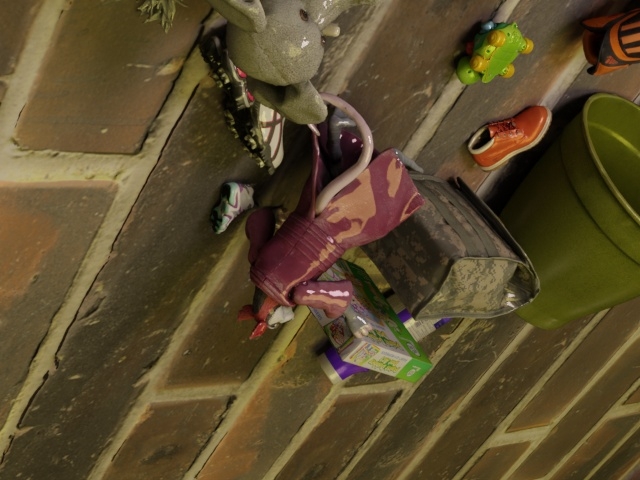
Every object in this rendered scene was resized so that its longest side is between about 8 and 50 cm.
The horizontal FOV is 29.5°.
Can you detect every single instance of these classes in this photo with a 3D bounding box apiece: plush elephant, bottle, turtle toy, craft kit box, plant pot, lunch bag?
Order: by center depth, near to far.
[{"bbox_3d":[-0.045,-0.297,1.432,0.330,0.255,0.272,-35,148,4],"label":"plush elephant"},{"bbox_3d":[0.262,-0.291,1.892,0.095,0.066,0.130,4,133,-45],"label":"turtle toy"},{"bbox_3d":[0.058,0.122,2.099,0.061,0.247,0.250,-42,148,16],"label":"craft kit box"},{"bbox_3d":[0.235,0.009,2.112,0.287,0.235,0.169,2,131,-43],"label":"lunch bag"},{"bbox_3d":[0.493,-0.021,2.244,0.366,0.366,0.353,3,146,-43],"label":"plant pot"},{"bbox_3d":[0.126,0.179,2.380,0.283,0.092,0.118,-34,148,1],"label":"bottle"}]

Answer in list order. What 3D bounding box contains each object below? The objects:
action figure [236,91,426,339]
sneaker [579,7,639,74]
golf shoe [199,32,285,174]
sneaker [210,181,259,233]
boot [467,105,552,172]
[{"bbox_3d":[0.000,0.000,1.838,0.370,0.248,0.276,-53,165,-1],"label":"action figure"},{"bbox_3d":[0.529,-0.351,2.016,0.180,0.125,0.321,-10,-176,27],"label":"sneaker"},{"bbox_3d":[-0.074,-0.195,1.695,0.120,0.105,0.273,-34,149,-13],"label":"golf shoe"},{"bbox_3d":[-0.128,-0.050,1.897,0.069,0.038,0.098,-6,139,-36],"label":"sneaker"},{"bbox_3d":[0.327,-0.187,2.104,0.158,0.059,0.084,-39,143,11],"label":"boot"}]
